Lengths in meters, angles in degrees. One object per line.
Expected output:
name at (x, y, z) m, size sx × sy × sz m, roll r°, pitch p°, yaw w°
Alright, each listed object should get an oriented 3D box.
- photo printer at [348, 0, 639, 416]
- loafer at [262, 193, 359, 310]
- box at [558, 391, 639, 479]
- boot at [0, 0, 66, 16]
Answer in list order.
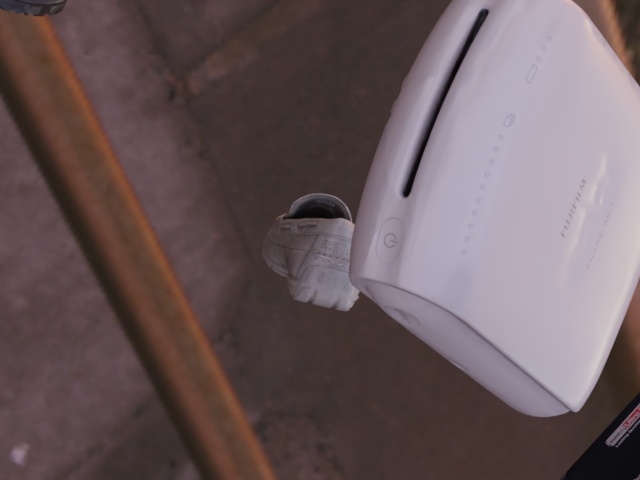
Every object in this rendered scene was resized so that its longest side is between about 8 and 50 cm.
photo printer at (0.141, -0.031, 1.270) m, size 0.307 × 0.107 × 0.256 m, roll 39°, pitch 71°, yaw -55°
loafer at (0.000, 0.000, 2.061) m, size 0.112 × 0.319 × 0.111 m, roll 14°, pitch 97°, yaw -13°
box at (0.195, 0.189, 1.048) m, size 0.220 × 0.175 × 0.051 m, roll -46°, pitch 115°, yaw -4°
boot at (-0.371, -0.415, 1.969) m, size 0.348 × 0.131 × 0.260 m, roll 22°, pitch 116°, yaw -40°
